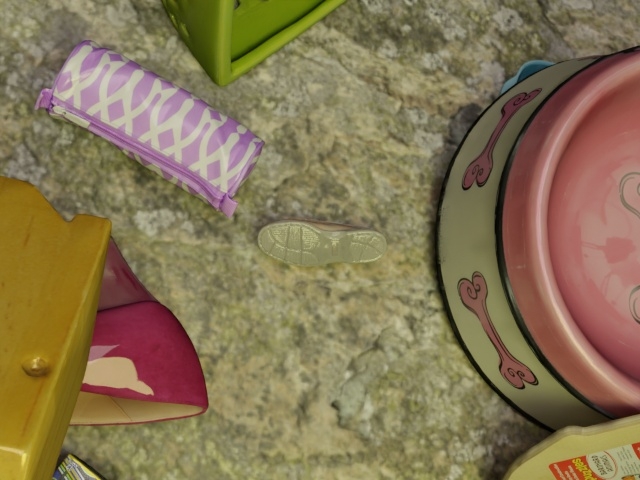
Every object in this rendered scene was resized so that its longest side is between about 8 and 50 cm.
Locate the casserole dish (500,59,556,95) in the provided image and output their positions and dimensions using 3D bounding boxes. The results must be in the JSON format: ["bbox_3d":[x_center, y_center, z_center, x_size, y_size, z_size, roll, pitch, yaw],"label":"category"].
[{"bbox_3d":[0.273,-0.120,0.909,0.188,0.037,0.114,18,73,-8],"label":"casserole dish"}]

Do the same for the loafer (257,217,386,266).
[{"bbox_3d":[0.000,0.000,0.823,0.125,0.039,0.045,4,108,-8],"label":"loafer"}]

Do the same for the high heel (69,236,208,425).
[{"bbox_3d":[-0.280,0.144,0.668,0.377,0.127,0.181,-30,74,-21],"label":"high heel"}]

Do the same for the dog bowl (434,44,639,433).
[{"bbox_3d":[0.325,0.000,0.804,0.408,0.150,0.407,1,84,-11],"label":"dog bowl"}]

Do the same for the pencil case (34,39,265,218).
[{"bbox_3d":[-0.154,-0.105,0.784,0.206,0.086,0.088,27,38,-3],"label":"pencil case"}]

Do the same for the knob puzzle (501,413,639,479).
[{"bbox_3d":[0.248,0.210,0.763,0.213,0.213,0.030,10,45,-10],"label":"knob puzzle"}]

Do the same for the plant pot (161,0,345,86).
[{"bbox_3d":[-0.071,-0.322,0.792,0.228,0.227,0.207,-38,81,-18],"label":"plant pot"}]

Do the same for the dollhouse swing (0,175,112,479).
[{"bbox_3d":[-0.352,0.143,0.567,0.347,0.305,0.315,11,34,-8],"label":"dollhouse swing"}]

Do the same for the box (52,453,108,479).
[{"bbox_3d":[-0.163,0.254,0.710,0.169,0.054,0.059,40,72,-1],"label":"box"}]
